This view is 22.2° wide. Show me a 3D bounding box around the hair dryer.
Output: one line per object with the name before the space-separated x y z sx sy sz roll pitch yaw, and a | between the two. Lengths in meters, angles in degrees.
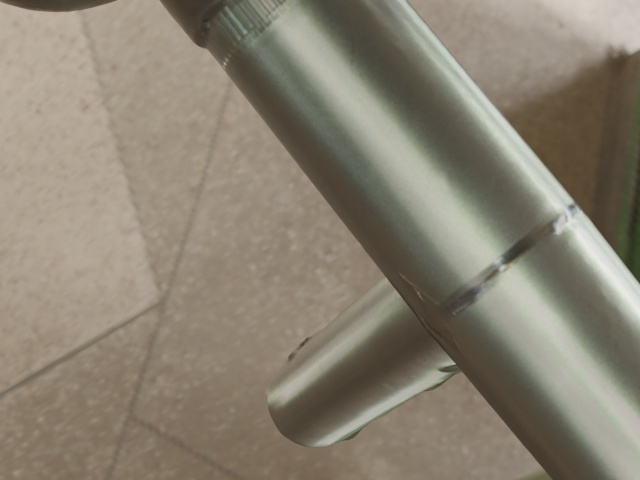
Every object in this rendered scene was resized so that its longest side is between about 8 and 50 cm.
hair dryer | -0.020 -0.005 0.595 0.156 0.284 0.320 -36 95 -39
